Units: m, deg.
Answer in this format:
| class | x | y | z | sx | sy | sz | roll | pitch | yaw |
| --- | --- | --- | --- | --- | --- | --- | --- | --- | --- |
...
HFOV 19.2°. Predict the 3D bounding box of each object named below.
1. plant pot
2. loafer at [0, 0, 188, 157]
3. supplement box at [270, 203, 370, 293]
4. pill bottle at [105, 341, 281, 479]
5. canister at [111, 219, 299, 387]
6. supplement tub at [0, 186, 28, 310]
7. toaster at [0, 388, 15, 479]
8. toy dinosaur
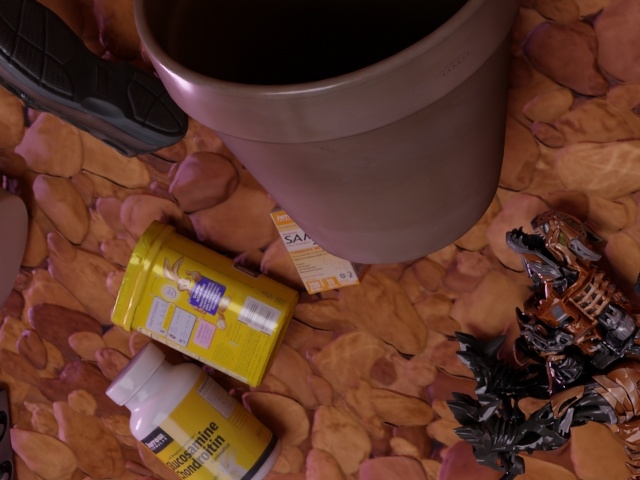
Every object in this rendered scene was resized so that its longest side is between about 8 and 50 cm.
| class | x | y | z | sx | sy | sz | roll | pitch | yaw |
| --- | --- | --- | --- | --- | --- | --- | --- | --- | --- |
| plant pot | 0.038 | -0.139 | 1.627 | 0.323 | 0.323 | 0.280 | 1 | 138 | 24 |
| loafer | -0.251 | -0.149 | 1.808 | 0.267 | 0.096 | 0.084 | 29 | 137 | -32 |
| supplement box | 0.000 | 0.000 | 1.881 | 0.062 | 0.036 | 0.098 | -13 | 115 | 30 |
| pill bottle | -0.138 | 0.197 | 2.035 | 0.184 | 0.103 | 0.103 | 42 | 129 | -7 |
| canister | -0.118 | 0.068 | 1.959 | 0.170 | 0.073 | 0.126 | 26 | 129 | 5 |
| supplement tub | -0.466 | -0.013 | 1.986 | 0.272 | 0.191 | 0.191 | 20 | 128 | 11 |
| toaster | -0.457 | 0.238 | 2.205 | 0.185 | 0.110 | 0.168 | 14 | 126 | 16 |
| toy dinosaur | 0.243 | 0.132 | 1.798 | 0.218 | 0.164 | 0.322 | -21 | 90 | 17 |
